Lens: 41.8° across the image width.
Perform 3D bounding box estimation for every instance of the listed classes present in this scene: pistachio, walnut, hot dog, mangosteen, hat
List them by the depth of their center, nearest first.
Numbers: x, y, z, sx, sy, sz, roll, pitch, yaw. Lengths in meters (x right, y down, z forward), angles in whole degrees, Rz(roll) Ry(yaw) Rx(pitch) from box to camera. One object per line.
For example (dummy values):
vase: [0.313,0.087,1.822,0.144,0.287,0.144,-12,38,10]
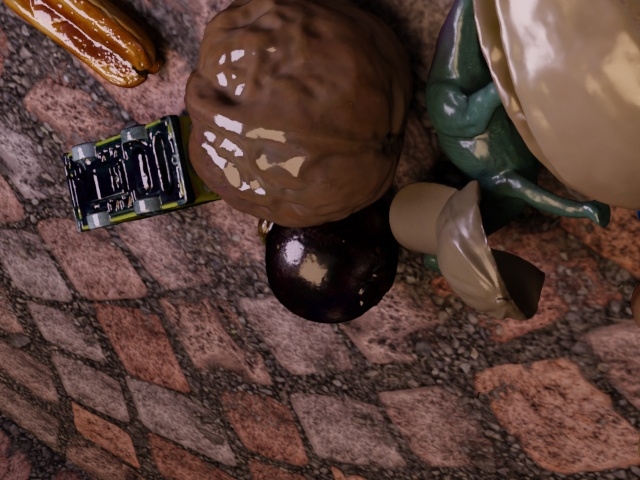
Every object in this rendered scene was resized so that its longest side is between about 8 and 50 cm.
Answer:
pistachio: [0.250,-0.179,0.711,0.226,0.208,0.332,-31,106,2]
walnut: [-0.031,-0.145,0.938,0.273,0.227,0.273,26,142,22]
hat: [0.144,0.023,0.946,0.173,0.144,0.166,-15,129,39]
mangosteen: [0.000,0.000,1.104,0.230,0.194,0.194,42,149,39]
hot dog: [-0.324,-0.301,1.129,0.249,0.068,0.100,38,130,-4]

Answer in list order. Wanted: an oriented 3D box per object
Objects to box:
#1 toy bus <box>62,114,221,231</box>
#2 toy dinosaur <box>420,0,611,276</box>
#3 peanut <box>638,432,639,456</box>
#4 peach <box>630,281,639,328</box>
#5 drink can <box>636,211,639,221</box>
toy bus: [-0.237,-0.096,1.194,0.262,0.150,0.128,-10,92,42]
toy dinosaur: [0.142,-0.116,0.951,0.331,0.129,0.383,-12,119,53]
peanut: [0.494,0.213,0.955,0.152,0.152,0.313,46,142,-9]
peach: [0.392,0.071,0.944,0.083,0.083,0.083,20,137,20]
drink can: [0.392,0.012,0.834,0.118,0.118,0.205,-10,107,42]
